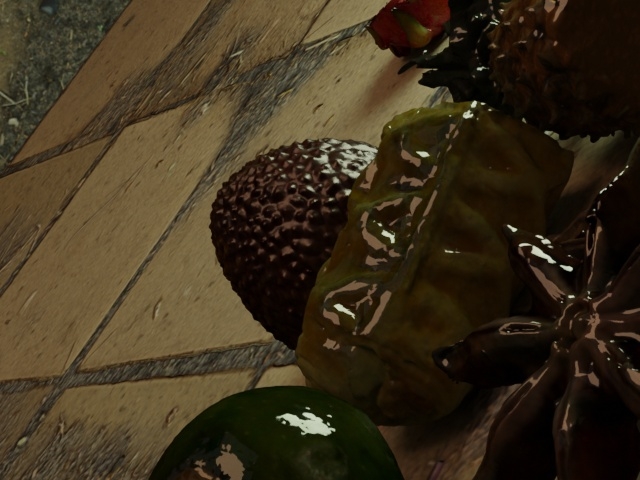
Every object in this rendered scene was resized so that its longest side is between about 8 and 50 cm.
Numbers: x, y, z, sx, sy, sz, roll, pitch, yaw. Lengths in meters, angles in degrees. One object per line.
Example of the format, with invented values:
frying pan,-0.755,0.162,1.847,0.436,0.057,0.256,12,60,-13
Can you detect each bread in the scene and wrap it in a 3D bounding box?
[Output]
bread,0.079,0.021,1.467,0.152,0.130,0.268,11,62,27

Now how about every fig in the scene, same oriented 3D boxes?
fig,-0.015,0.215,1.299,0.195,0.195,0.245,-46,54,5

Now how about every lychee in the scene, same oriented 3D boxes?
lychee,0.007,-0.001,1.625,0.194,0.194,0.194,-42,20,19

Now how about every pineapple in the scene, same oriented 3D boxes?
pineapple,0.167,-0.156,1.592,0.165,0.165,0.364,-53,18,-12

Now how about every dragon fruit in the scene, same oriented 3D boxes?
dragon fruit,0.106,-0.237,2.027,0.112,0.068,0.126,-42,-1,-35

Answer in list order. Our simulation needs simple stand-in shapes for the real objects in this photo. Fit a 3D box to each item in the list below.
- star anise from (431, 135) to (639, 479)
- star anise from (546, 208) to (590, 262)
star anise,0.179,0.064,1.179,0.288,0.088,0.288,-30,48,42
star anise,0.223,0.016,1.289,0.208,0.063,0.172,-39,27,29
